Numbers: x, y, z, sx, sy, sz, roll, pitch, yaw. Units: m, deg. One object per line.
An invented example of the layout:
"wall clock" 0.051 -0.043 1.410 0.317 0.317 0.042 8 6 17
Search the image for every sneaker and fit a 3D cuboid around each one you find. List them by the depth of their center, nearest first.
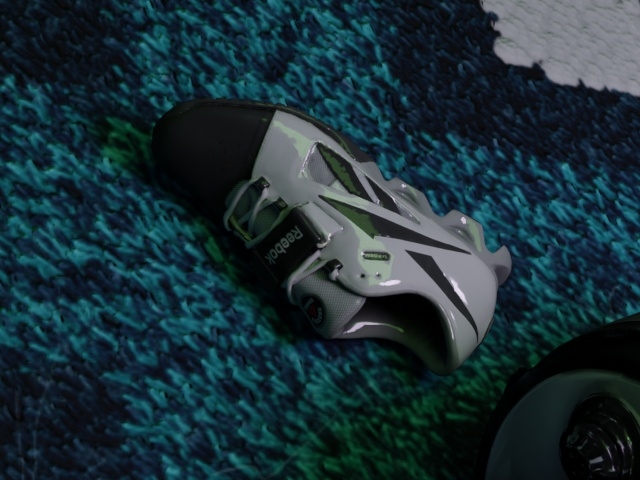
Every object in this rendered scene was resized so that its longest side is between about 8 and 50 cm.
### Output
"sneaker" 0.000 0.000 1.597 0.331 0.122 0.146 27 48 -6

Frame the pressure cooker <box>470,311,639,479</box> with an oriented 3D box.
"pressure cooker" 0.315 0.213 1.441 0.420 0.370 0.375 -15 62 -37
